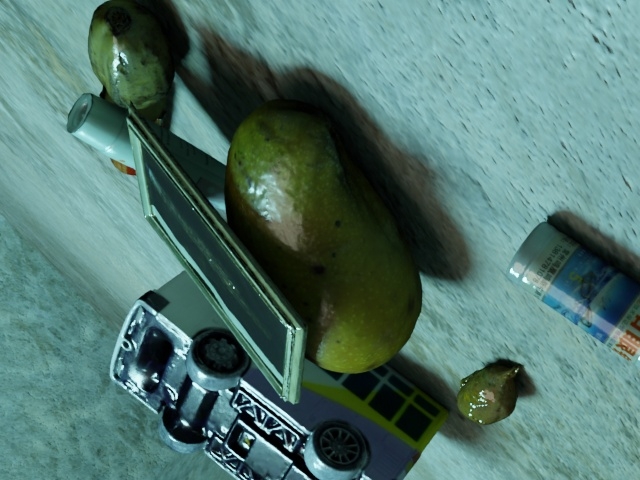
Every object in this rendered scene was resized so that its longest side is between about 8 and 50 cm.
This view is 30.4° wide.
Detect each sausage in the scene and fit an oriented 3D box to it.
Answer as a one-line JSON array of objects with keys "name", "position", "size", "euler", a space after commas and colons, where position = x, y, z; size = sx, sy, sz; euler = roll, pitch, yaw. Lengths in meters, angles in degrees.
[{"name": "sausage", "position": [-0.228, -0.131, 1.446], "size": [0.083, 0.083, 0.264], "euler": [40, 165, 1]}]

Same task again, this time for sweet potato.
[{"name": "sweet potato", "position": [0.190, 0.190, 1.396], "size": [0.068, 0.068, 0.226], "euler": [38, 164, 7]}]

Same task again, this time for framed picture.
[{"name": "framed picture", "position": [-0.110, 0.023, 1.203], "size": [0.293, 0.018, 0.231], "euler": [51, 162, 19]}]

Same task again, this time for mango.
[{"name": "mango", "position": [-0.006, 0.003, 1.170], "size": [0.176, 0.176, 0.329], "euler": [-16, 131, 23]}]

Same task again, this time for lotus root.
[{"name": "lotus root", "position": [-0.192, -0.189, 1.204], "size": [0.089, 0.080, 0.179], "euler": [51, 165, 10]}]

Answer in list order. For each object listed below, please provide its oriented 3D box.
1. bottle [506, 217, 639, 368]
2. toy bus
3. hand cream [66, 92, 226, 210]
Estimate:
[{"name": "bottle", "position": [0.253, 0.066, 0.943], "size": [0.217, 0.060, 0.060], "euler": [35, 163, 14]}, {"name": "toy bus", "position": [-0.061, 0.217, 1.683], "size": [0.440, 0.249, 0.209], "euler": [36, 135, 10]}, {"name": "hand cream", "position": [-0.132, -0.076, 1.334], "size": [0.331, 0.058, 0.085], "euler": [25, 170, -34]}]
